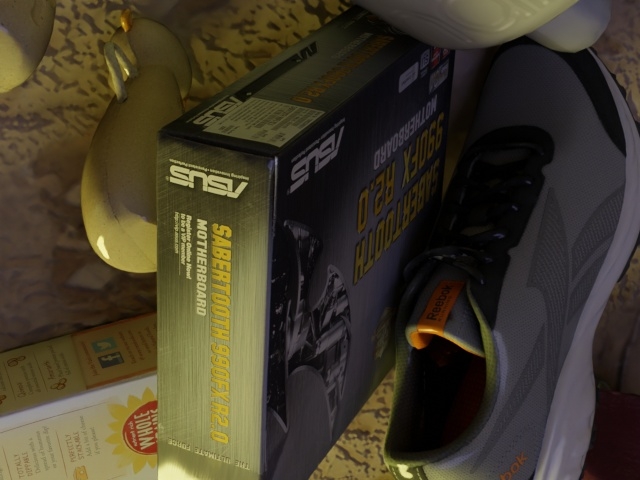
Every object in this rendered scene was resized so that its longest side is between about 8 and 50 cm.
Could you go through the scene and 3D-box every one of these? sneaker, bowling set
[{"bbox_3d":[0.096,0.011,0.683,0.108,0.100,0.271,24,71,-43],"label":"sneaker"},{"bbox_3d":[-0.190,-0.097,0.557,0.200,0.154,0.287,-17,131,11],"label":"bowling set"}]

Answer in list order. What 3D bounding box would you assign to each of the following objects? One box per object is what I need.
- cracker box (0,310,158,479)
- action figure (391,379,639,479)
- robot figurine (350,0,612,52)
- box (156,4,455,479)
[{"bbox_3d":[-0.154,0.139,0.721,0.232,0.067,0.155,-15,119,-17],"label":"cracker box"},{"bbox_3d":[0.180,0.250,0.737,0.276,0.370,0.248,35,100,-36],"label":"action figure"},{"bbox_3d":[0.018,-0.210,0.531,0.353,0.199,0.300,24,141,-30],"label":"robot figurine"},{"bbox_3d":[0.000,0.000,0.635,0.056,0.231,0.183,12,117,20],"label":"box"}]
